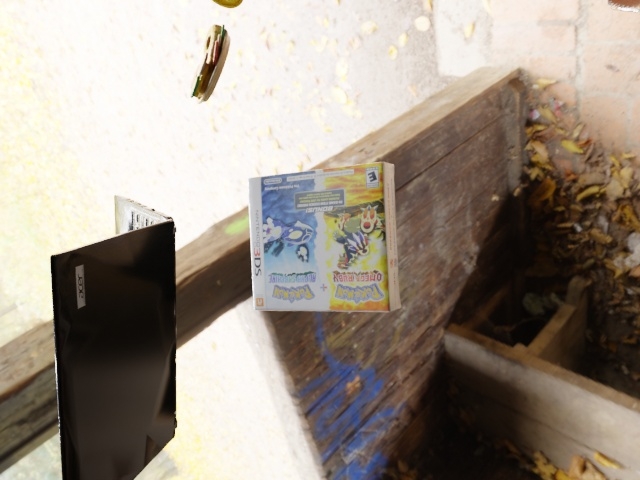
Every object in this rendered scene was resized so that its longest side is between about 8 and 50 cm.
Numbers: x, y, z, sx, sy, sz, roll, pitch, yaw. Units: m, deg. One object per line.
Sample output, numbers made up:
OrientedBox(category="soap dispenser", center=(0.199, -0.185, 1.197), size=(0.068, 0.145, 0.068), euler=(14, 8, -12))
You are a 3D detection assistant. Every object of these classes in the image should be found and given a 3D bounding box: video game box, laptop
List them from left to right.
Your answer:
OrientedBox(category="laptop", center=(-0.216, 0.089, 0.526), size=(0.264, 0.136, 0.235), euler=(19, 109, 50))
OrientedBox(category="video game box", center=(0.000, 0.000, 0.709), size=(0.205, 0.048, 0.187), euler=(-4, 91, 27))

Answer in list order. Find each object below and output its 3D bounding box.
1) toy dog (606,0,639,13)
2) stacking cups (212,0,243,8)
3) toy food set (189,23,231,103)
OrientedBox(category="toy dog", center=(0.293, -0.185, 0.360), size=(0.220, 0.333, 0.161), euler=(46, 158, 11))
OrientedBox(category="stacking cups", center=(-0.049, -0.443, 0.735), size=(0.316, 0.096, 0.096), euler=(-17, 106, 42))
OrientedBox(category="toy food set", center=(-0.114, -0.180, 0.547), size=(0.083, 0.020, 0.082), euler=(-64, 25, 14))
